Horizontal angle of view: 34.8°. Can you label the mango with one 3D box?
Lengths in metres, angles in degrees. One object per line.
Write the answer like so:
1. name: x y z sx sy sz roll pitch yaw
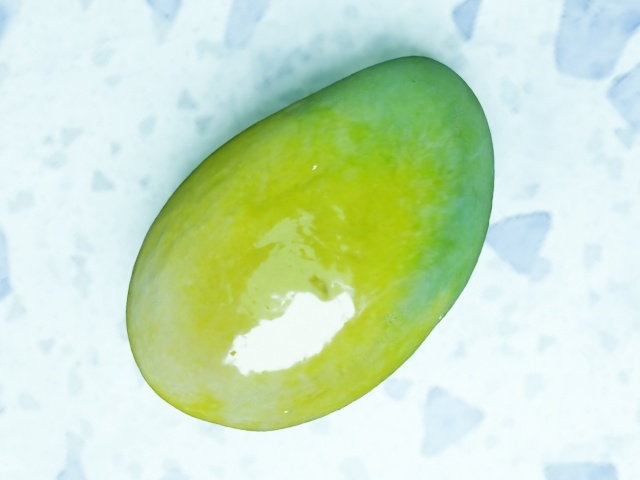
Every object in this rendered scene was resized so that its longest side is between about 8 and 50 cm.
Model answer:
1. mango: 0.000 0.000 0.457 0.130 0.092 0.195 36 84 3
